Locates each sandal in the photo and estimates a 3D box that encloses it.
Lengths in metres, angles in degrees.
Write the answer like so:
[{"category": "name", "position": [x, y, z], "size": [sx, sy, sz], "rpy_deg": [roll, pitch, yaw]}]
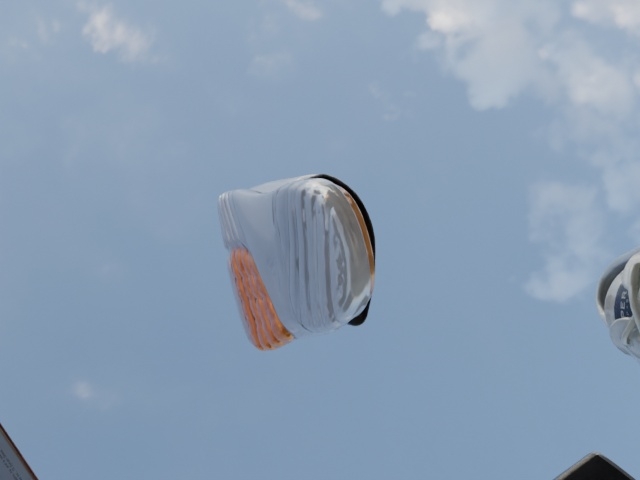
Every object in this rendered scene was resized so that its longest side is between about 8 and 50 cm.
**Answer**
[{"category": "sandal", "position": [0.002, 0.011, 0.652], "size": [0.076, 0.265, 0.102], "rpy_deg": [-12, -88, -18]}]

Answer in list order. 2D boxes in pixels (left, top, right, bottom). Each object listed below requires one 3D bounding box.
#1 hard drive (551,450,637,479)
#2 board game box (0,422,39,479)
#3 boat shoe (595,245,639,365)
[{"category": "hard drive", "position": [0.251, 0.293, 0.893], "size": [0.172, 0.054, 0.255], "rpy_deg": [-28, -121, -25]}, {"category": "board game box", "position": [-0.252, 0.075, 0.538], "size": [0.145, 0.027, 0.281], "rpy_deg": [-37, -73, -28]}, {"category": "boat shoe", "position": [0.201, 0.045, 0.628], "size": [0.084, 0.258, 0.095], "rpy_deg": [9, -93, 6]}]
